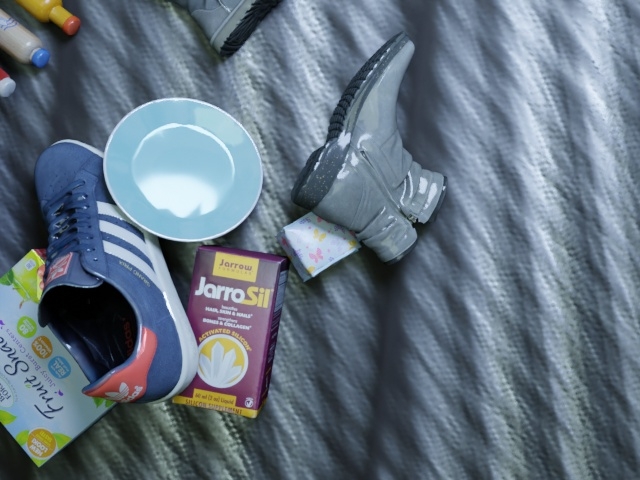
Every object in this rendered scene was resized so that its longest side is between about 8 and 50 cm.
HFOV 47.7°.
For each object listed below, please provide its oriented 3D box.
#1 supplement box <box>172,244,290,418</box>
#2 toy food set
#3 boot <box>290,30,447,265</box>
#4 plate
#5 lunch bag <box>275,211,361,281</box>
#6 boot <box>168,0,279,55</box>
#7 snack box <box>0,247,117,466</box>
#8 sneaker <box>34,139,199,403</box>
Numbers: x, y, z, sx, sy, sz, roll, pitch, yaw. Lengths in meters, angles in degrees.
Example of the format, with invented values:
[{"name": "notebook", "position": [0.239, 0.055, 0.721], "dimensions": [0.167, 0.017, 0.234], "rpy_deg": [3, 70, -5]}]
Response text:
[{"name": "supplement box", "position": [-0.106, 0.105, 0.871], "dimensions": [0.104, 0.081, 0.188], "rpy_deg": [9, 93, 4]}, {"name": "toy food set", "position": [-0.398, -0.229, 0.840], "dimensions": [0.104, 0.232, 0.111], "rpy_deg": [37, 128, 3]}, {"name": "boot", "position": [0.085, -0.106, 0.859], "dimensions": [0.161, 0.083, 0.246], "rpy_deg": [30, 84, -14]}, {"name": "plate", "position": [-0.163, -0.084, 0.867], "dimensions": [0.188, 0.024, 0.188], "rpy_deg": [6, 68, -16]}, {"name": "lunch bag", "position": [0.000, 0.000, 0.873], "dimensions": [0.083, 0.053, 0.071], "rpy_deg": [-32, 88, -20]}, {"name": "boot", "position": [-0.138, -0.350, 0.860], "dimensions": [0.190, 0.076, 0.208], "rpy_deg": [-44, 83, 14]}, {"name": "snack box", "position": [-0.339, 0.142, 0.897], "dimensions": [0.174, 0.070, 0.207], "rpy_deg": [-40, 88, 5]}, {"name": "sneaker", "position": [-0.263, 0.022, 0.812], "dimensions": [0.131, 0.148, 0.350], "rpy_deg": [-39, 70, 19]}]
